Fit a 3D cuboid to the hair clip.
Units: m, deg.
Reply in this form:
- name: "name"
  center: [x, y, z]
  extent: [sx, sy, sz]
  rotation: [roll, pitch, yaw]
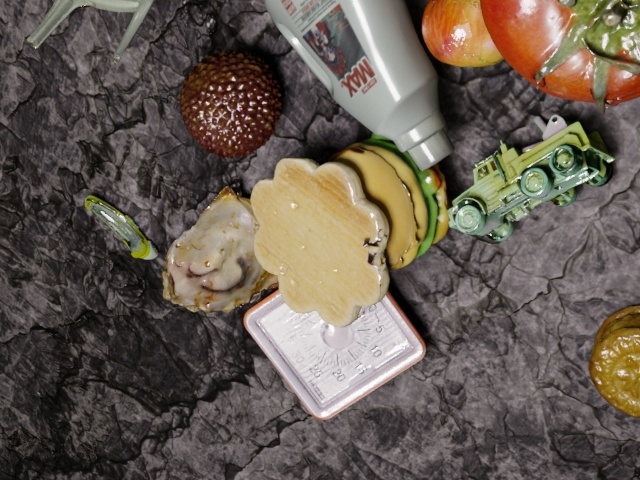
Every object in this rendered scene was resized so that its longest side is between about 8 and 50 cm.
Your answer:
- name: "hair clip"
  center: [-0.412, -0.026, 1.983]
  extent: [0.188, 0.033, 0.060]
  rotation: [44, 129, -5]

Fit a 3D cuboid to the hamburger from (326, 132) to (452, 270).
- name: "hamburger"
  center: [0.122, -0.074, 1.613]
  extent: [0.237, 0.149, 0.237]
  rotation: [23, 125, 38]

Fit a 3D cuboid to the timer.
- name: "timer"
  center: [0.037, 0.157, 1.791]
  extent: [0.250, 0.161, 0.257]
  rotation: [-32, 100, 26]

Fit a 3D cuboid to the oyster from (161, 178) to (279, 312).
- name: "oyster"
  center: [-0.176, 0.054, 1.854]
  extent: [0.361, 0.096, 0.221]
  rotation: [-44, 61, 33]

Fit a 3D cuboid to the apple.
- name: "apple"
  center: [0.223, -0.328, 1.431]
  extent: [0.146, 0.146, 0.147]
  rotation: [12, 122, 20]

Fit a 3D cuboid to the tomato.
- name: "tomato"
  center: [0.383, -0.355, 1.263]
  extent: [0.341, 0.273, 0.341]
  rotation: [7, 131, 8]

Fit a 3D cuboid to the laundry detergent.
- name: "laundry detergent"
  center: [0.069, -0.288, 1.497]
  extent: [0.398, 0.124, 0.264]
  rotation: [57, 150, -5]

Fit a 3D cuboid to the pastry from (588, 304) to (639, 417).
- name: "pastry"
  center: [0.541, 0.203, 1.593]
  extent: [0.188, 0.103, 0.189]
  rotation: [13, 122, 21]

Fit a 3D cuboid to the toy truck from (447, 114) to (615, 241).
- name: "toy truck"
  center: [0.323, -0.104, 1.530]
  extent: [0.259, 0.128, 0.135]
  rotation: [-37, 62, 29]

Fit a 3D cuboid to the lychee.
- name: "lychee"
  center: [-0.150, -0.237, 1.650]
  extent: [0.188, 0.188, 0.188]
  rotation: [12, 122, 20]

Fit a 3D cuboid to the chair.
- name: "chair"
  center: [-0.378, -0.471, 1.623]
  extent: [0.203, 0.275, 0.191]
  rotation: [12, 145, 19]

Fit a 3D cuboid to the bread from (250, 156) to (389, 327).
- name: "bread"
  center: [0.000, 0.000, 1.625]
  extent: [0.316, 0.054, 0.316]
  rotation: [21, 123, 36]
